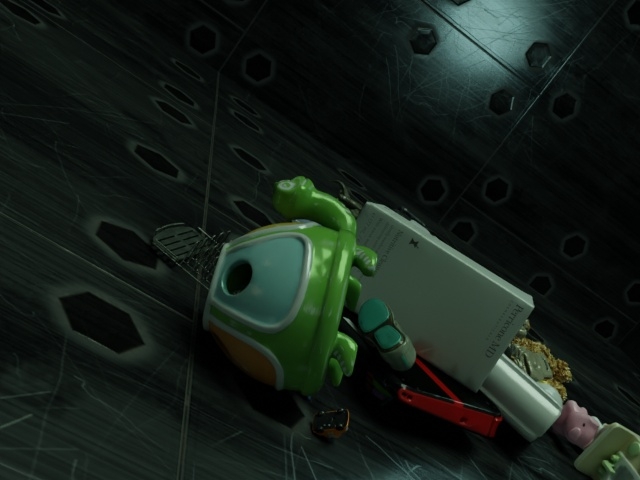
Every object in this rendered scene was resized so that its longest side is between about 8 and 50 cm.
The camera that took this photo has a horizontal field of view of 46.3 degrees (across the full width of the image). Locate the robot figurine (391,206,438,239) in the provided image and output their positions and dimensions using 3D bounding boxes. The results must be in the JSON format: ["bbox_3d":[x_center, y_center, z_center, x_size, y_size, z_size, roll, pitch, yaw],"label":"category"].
[{"bbox_3d":[0.244,0.014,2.249,0.278,0.209,0.173,34,2,-20],"label":"robot figurine"}]

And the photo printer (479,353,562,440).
[{"bbox_3d":[0.393,0.314,1.695,0.307,0.107,0.256,42,-2,19],"label":"photo printer"}]

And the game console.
[{"bbox_3d":[0.159,0.240,1.501,0.342,0.060,0.386,24,12,-38],"label":"game console"}]

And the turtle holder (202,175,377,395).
[{"bbox_3d":[-0.044,0.062,1.133,0.227,0.321,0.243,13,3,0],"label":"turtle holder"}]

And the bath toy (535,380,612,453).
[{"bbox_3d":[0.648,0.477,1.874,0.348,0.151,0.129,32,50,-17],"label":"bath toy"}]

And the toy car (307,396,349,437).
[{"bbox_3d":[0.012,0.258,1.158,0.122,0.060,0.041,-110,177,-54],"label":"toy car"}]

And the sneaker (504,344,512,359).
[{"bbox_3d":[0.337,0.130,1.964,0.447,0.169,0.257,38,38,11],"label":"sneaker"}]

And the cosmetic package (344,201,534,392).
[{"bbox_3d":[0.217,0.109,1.536,0.385,0.217,0.156,31,9,13],"label":"cosmetic package"}]

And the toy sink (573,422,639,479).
[{"bbox_3d":[0.750,0.562,1.770,0.234,0.153,0.131,32,15,-23],"label":"toy sink"}]

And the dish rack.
[{"bbox_3d":[-0.168,0.046,1.361,0.271,0.074,0.208,38,13,7],"label":"dish rack"}]

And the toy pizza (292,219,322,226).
[{"bbox_3d":[0.000,0.000,2.005,0.201,0.032,0.201,34,15,-11],"label":"toy pizza"}]

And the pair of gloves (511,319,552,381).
[{"bbox_3d":[0.524,0.262,1.976,0.204,0.042,0.240,7,59,-58],"label":"pair of gloves"}]

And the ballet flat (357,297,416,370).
[{"bbox_3d":[0.120,0.176,1.374,0.068,0.072,0.213,57,1,-20],"label":"ballet flat"}]

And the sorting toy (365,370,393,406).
[{"bbox_3d":[0.107,0.272,1.361,0.061,0.042,0.102,36,5,-8],"label":"sorting toy"}]

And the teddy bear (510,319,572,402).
[{"bbox_3d":[0.555,0.315,2.079,0.245,0.113,0.338,-32,73,-37],"label":"teddy bear"}]

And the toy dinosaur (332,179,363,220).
[{"bbox_3d":[0.116,-0.071,2.415,0.313,0.121,0.160,42,2,37],"label":"toy dinosaur"}]
